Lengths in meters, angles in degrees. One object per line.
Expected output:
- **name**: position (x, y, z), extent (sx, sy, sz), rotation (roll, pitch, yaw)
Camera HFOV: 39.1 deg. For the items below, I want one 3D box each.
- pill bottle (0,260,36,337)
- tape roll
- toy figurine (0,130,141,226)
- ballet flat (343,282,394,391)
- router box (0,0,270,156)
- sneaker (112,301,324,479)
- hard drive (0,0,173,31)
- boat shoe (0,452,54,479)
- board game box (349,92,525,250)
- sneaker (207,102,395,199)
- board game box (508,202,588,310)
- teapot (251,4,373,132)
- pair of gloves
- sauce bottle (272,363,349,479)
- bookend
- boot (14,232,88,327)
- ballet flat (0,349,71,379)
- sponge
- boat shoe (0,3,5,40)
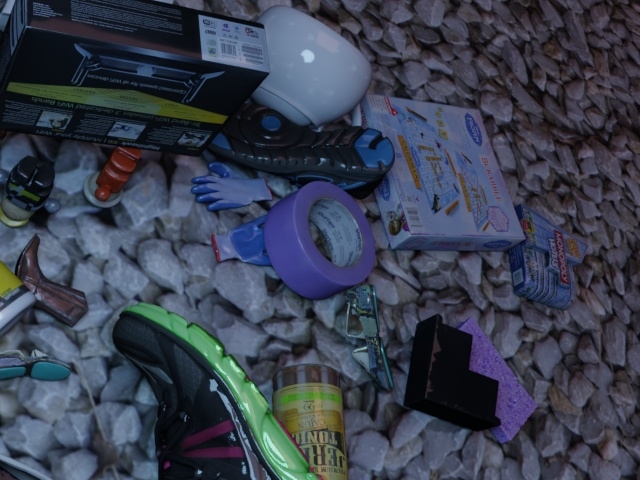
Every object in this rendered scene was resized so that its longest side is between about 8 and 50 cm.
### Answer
- **pill bottle**: position (-0.476, 0.041, 1.144), extent (0.208, 0.119, 0.119), rotation (46, 46, -5)
- **tape roll**: position (0.000, 0.000, 1.530), extent (0.189, 0.080, 0.188), rotation (24, 52, -35)
- **toy figurine**: position (-0.388, -0.138, 1.308), extent (0.210, 0.148, 0.213), rotation (-19, 79, -36)
- **ballet flat**: position (0.077, 0.166, 1.517), extent (0.070, 0.070, 0.188), rotation (-14, 94, -41)
- **router box**: position (-0.256, -0.214, 1.178), extent (0.309, 0.243, 0.080), rotation (6, 65, -30)
- **sneaker**: position (-0.149, 0.279, 1.190), extent (0.202, 0.185, 0.482), rotation (-35, 69, -12)
- **hard drive**: position (-0.350, -0.421, 1.450), extent (0.233, 0.047, 0.352), rotation (24, 53, -23)
- **boat shoe**: position (-0.328, 0.342, 1.095), extent (0.267, 0.088, 0.096), rotation (42, 47, -8)
- **board game box**: position (0.236, -0.133, 1.815), extent (0.318, 0.066, 0.318), rotation (2, 63, -36)
- **sneaker**: position (-0.049, -0.139, 1.575), extent (0.341, 0.139, 0.125), rotation (12, 58, -7)
- **board game box**: position (0.487, 0.041, 1.904), extent (0.194, 0.060, 0.194), rotation (17, 55, -27)
- **teapot**: position (-0.040, -0.284, 1.623), extent (0.256, 0.252, 0.187), rotation (31, 89, 7)
- **pair of gloves**: position (-0.133, -0.046, 1.519), extent (0.159, 0.023, 0.198), rotation (-6, 69, -39)
- **sauce bottle**: position (-0.010, 0.354, 1.310), extent (0.112, 0.111, 0.344), rotation (13, 57, -31)
- **bookend**: position (0.238, 0.231, 1.571), extent (0.156, 0.072, 0.157), rotation (22, 62, -19)
- **boot**: position (-0.373, 0.057, 1.267), extent (0.114, 0.037, 0.106), rotation (25, 65, -19)
- **ballet flat**: position (-0.388, 0.162, 1.195), extent (0.114, 0.041, 0.041), rotation (6, 61, -35)
- **sponge**: position (0.304, 0.255, 1.659), extent (0.117, 0.031, 0.210), rotation (-34, 87, -44)
- **boat shoe**: position (-0.495, -0.345, 1.414), extent (0.049, 0.040, 0.142), rotation (36, 48, -15)
